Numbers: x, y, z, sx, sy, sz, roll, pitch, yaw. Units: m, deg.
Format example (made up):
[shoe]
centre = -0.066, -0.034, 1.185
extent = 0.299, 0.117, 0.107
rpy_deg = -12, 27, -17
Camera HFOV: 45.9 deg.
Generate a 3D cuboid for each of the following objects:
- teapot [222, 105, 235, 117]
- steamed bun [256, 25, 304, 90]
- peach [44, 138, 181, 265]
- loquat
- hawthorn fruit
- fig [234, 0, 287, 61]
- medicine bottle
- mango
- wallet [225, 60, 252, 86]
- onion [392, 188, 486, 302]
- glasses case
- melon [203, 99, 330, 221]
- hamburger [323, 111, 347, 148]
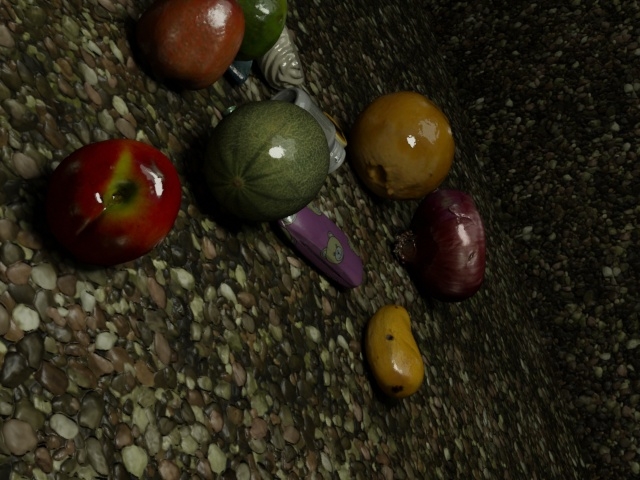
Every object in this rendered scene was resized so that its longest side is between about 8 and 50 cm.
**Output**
[teapot]
centre = -0.181, -0.242, 1.665
extent = 0.043, 0.043, 0.110
rpy_deg = -3, 65, -64
[steamed bun]
centre = -0.112, -0.466, 1.927
extent = 0.183, 0.106, 0.182
rpy_deg = -18, 90, -82
[peach]
centre = -0.308, -0.056, 1.126
extent = 0.190, 0.226, 0.196
rpy_deg = 17, 82, -17
[loquat]
centre = 0.238, -0.276, 2.201
extent = 0.328, 0.328, 0.328
rpy_deg = 45, 30, -35
[hawthorn fruit]
centre = -0.236, -0.422, 1.484
extent = 0.199, 0.251, 0.199
rpy_deg = 39, 23, -21
[fig]
centre = -0.214, -0.512, 1.621
extent = 0.275, 0.206, 0.206
rpy_deg = 23, 42, -27
[medicine bottle]
centre = -0.035, -0.260, 1.852
extent = 0.215, 0.135, 0.135
rpy_deg = 44, 31, -37
[mango]
centre = 0.169, 0.258, 1.781
extent = 0.157, 0.109, 0.262
rpy_deg = 37, 29, -27
[wallet]
centre = -0.284, -0.534, 1.741
extent = 0.379, 0.046, 0.190
rpy_deg = 50, 27, -28
[onion]
centre = 0.340, 0.017, 2.217
extent = 0.347, 0.286, 0.347
rpy_deg = 178, -90, -80
[glasses case]
centre = 0.000, 0.000, 1.734
extent = 0.316, 0.076, 0.123
rpy_deg = 42, 32, -39
[melon]
centre = -0.107, -0.155, 1.492
extent = 0.237, 0.238, 0.302
rpy_deg = 60, 25, -7
[hamburger]
centre = 0.012, -0.277, 2.033
extent = 0.126, 0.081, 0.141
rpy_deg = 37, 23, -48
